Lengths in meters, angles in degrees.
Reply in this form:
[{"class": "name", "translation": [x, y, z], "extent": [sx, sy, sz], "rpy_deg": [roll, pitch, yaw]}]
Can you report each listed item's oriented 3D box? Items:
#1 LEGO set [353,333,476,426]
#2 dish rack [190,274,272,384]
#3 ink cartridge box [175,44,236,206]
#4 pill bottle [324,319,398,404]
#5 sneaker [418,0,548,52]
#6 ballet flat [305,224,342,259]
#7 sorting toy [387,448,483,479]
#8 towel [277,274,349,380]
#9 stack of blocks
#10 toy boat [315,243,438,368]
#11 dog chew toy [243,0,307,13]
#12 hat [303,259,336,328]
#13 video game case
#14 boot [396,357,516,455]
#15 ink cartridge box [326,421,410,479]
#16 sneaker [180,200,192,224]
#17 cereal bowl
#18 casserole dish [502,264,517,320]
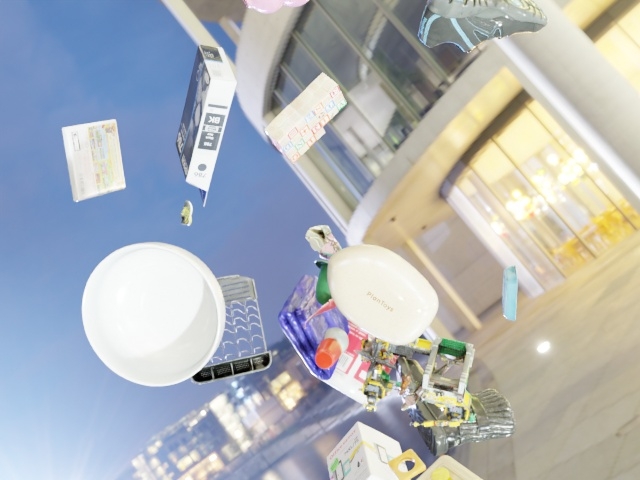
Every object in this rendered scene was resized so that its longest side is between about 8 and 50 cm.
[{"class": "LEGO set", "translation": [0.231, 0.361, 1.746], "extent": [0.192, 0.331, 0.255], "rpy_deg": [-55, -20, -58]}, {"class": "dish rack", "translation": [-0.243, 0.221, 1.820], "extent": [0.208, 0.272, 0.074], "rpy_deg": [-12, -19, -2]}, {"class": "ink cartridge box", "translation": [-0.271, -0.256, 1.619], "extent": [0.065, 0.165, 0.333], "rpy_deg": [2, -52, -24]}, {"class": "pill bottle", "translation": [0.160, 0.300, 2.283], "extent": [0.408, 0.229, 0.229], "rpy_deg": [-59, -8, -9]}, {"class": "sneaker", "translation": [0.382, -0.523, 1.685], "extent": [0.340, 0.125, 0.140], "rpy_deg": [-2, -42, -24]}, {"class": "ballet flat", "translation": [0.000, 0.000, 2.100], "extent": [0.221, 0.079, 0.077], "rpy_deg": [-123, 50, -66]}, {"class": "sorting toy", "translation": [0.236, 0.506, 1.371], "extent": [0.196, 0.047, 0.347], "rpy_deg": [-33, 31, -23]}, {"class": "towel", "translation": [-0.003, 0.226, 1.950], "extent": [0.076, 0.228, 0.308], "rpy_deg": [-32, 7, 18]}, {"class": "stack of blocks", "translation": [-0.047, -0.441, 2.580], "extent": [0.297, 0.087, 0.171], "rpy_deg": [-45, -26, -2]}, {"class": "toy boat", "translation": [0.097, 0.158, 1.629], "extent": [0.318, 0.267, 0.148], "rpy_deg": [-51, -2, 20]}, {"class": "dog chew toy", "translation": [-0.072, -0.754, 1.993], "extent": [0.331, 0.207, 0.206], "rpy_deg": [-34, -11, -5]}, {"class": "hat", "translation": [0.020, 0.164, 1.812], "extent": [0.173, 0.208, 0.184], "rpy_deg": [11, 71, 51]}, {"class": "video game case", "translation": [-0.710, -0.255, 2.239], "extent": [0.026, 0.227, 0.206], "rpy_deg": [4, 17, 29]}, {"class": "boot", "translation": [0.390, 0.465, 2.108], "extent": [0.260, 0.348, 0.131], "rpy_deg": [-14, -44, -13]}, {"class": "ink cartridge box", "translation": [0.167, 0.812, 2.448], "extent": [0.198, 0.197, 0.270], "rpy_deg": [-53, 20, 16]}, {"class": "sneaker", "translation": [-0.451, -0.092, 2.385], "extent": [0.035, 0.083, 0.031], "rpy_deg": [-3, 2, -44]}, {"class": "cereal bowl", "translation": [-0.381, 0.164, 1.697], "extent": [0.339, 0.339, 0.141], "rpy_deg": [-40, 1, 12]}, {"class": "casserole dish", "translation": [0.594, 0.165, 2.234], "extent": [0.114, 0.036, 0.189], "rpy_deg": [-74, -18, -60]}]
